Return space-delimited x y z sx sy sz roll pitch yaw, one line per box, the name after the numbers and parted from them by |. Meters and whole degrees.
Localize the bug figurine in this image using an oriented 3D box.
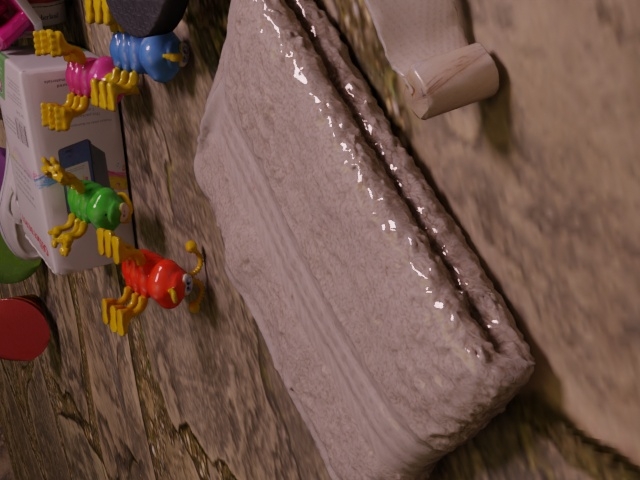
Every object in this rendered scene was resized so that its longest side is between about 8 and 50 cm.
-0.173 -0.072 0.735 0.216 0.072 0.279 25 120 46 | bug figurine

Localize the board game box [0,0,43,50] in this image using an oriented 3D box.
-0.508 -0.349 0.866 0.389 0.050 0.390 9 142 43 | board game box

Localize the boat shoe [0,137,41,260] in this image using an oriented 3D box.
-0.389 -0.054 1.146 0.076 0.083 0.226 49 142 42 | boat shoe

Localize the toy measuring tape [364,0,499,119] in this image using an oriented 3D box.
0.014 -0.208 0.299 0.121 0.121 0.330 -6 106 62 | toy measuring tape

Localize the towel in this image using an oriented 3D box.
0.000 0.000 0.484 0.282 0.049 0.187 61 150 25 | towel

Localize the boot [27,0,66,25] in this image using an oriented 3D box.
-0.354 -0.351 0.942 0.244 0.088 0.176 32 130 42 | boot

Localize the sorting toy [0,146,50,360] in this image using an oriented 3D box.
-0.507 0.013 1.419 0.126 0.127 0.366 -93 4 -68 | sorting toy

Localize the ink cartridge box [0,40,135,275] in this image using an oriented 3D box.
-0.271 -0.090 0.899 0.154 0.093 0.213 32 129 54 | ink cartridge box

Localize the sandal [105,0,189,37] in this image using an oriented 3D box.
-0.081 -0.232 0.532 0.097 0.054 0.254 53 136 24 | sandal

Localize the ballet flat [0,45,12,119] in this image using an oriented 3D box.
-0.500 -0.236 1.275 0.241 0.077 0.091 -23 83 63 | ballet flat
